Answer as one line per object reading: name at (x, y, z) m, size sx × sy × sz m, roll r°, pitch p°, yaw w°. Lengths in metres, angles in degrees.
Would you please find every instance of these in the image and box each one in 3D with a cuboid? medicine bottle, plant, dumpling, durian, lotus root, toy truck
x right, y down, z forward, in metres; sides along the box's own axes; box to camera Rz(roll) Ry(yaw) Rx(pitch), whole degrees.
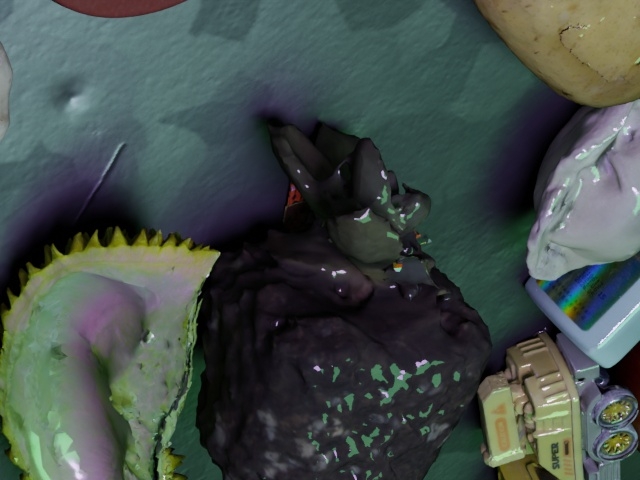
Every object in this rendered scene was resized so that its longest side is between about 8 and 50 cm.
medicine bottle at (0.318, 0.006, 1.646) m, size 0.229 × 0.121 × 0.083 m, roll -46°, pitch 137°, yaw 7°
plant at (0.022, 0.060, 1.378) m, size 0.213 × 0.215 × 0.312 m, roll 4°, pitch 112°, yaw -31°
dumpling at (0.276, -0.064, 1.546) m, size 0.250 × 0.132 × 0.162 m, roll -43°, pitch 133°, yaw -1°
durian at (-0.170, 0.119, 1.358) m, size 0.158 × 0.169 × 0.351 m, roll -13°, pitch 132°, yaw -28°
lotus root at (0.224, -0.206, 1.383) m, size 0.160 × 0.146 × 0.284 m, roll -33°, pitch 133°, yaw 21°
toy truck at (0.246, 0.218, 1.779) m, size 0.157 × 0.124 × 0.272 m, roll -14°, pitch 132°, yaw -5°

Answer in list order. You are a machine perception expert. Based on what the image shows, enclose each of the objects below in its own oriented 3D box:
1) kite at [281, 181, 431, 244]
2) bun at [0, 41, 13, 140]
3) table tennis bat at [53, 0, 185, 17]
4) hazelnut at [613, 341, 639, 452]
kite at (0.000, -0.001, 1.498) m, size 0.125 × 0.008 × 0.222 m, roll -46°, pitch 138°, yaw 7°
bun at (-0.293, -0.093, 1.140) m, size 0.183 × 0.102 × 0.183 m, roll -17°, pitch 134°, yaw -19°
table tennis bat at (-0.084, -0.279, 1.176) m, size 0.310 × 0.038 × 0.200 m, roll -41°, pitch 138°, yaw 2°
hazelnut at (0.436, 0.157, 1.786) m, size 0.229 × 0.229 × 0.229 m, roll -19°, pitch 134°, yaw -21°
